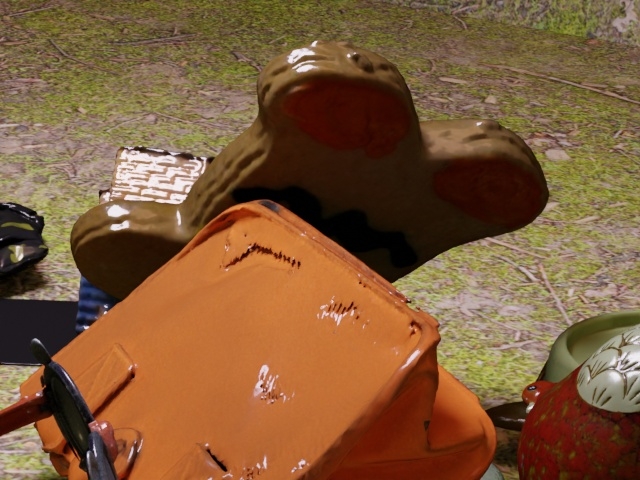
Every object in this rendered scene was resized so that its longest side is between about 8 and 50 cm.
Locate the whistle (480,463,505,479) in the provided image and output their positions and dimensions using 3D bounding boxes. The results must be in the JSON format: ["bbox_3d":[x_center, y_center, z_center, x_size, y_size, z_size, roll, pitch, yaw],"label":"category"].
[{"bbox_3d":[0.130,0.225,1.612,0.104,0.057,0.198,-8,21,-29],"label":"whistle"}]

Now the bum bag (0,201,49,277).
[{"bbox_3d":[-0.359,0.000,2.168,0.107,0.060,0.232,-9,19,-9],"label":"bum bag"}]

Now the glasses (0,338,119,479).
[{"bbox_3d":[-0.267,0.201,1.387,0.268,0.118,0.234,-24,29,-9],"label":"glasses"}]

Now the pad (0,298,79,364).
[{"bbox_3d":[-0.337,0.091,1.995,0.267,0.004,0.181,2,19,-3],"label":"pad"}]

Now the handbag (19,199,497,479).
[{"bbox_3d":[-0.066,0.136,1.539,0.303,0.116,0.410,-39,28,-7],"label":"handbag"}]

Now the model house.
[{"bbox_3d":[-0.166,0.025,1.974,0.167,0.183,0.172,10,57,3],"label":"model house"}]

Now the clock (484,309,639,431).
[{"bbox_3d":[0.333,0.154,1.767,0.348,0.117,0.286,-4,20,-22],"label":"clock"}]

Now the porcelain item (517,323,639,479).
[{"bbox_3d":[0.257,0.157,1.541,0.253,0.253,0.253,3,19,-1],"label":"porcelain item"}]

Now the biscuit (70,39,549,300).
[{"bbox_3d":[0.000,0.000,1.796,0.368,0.394,0.076,26,41,-37],"label":"biscuit"}]
